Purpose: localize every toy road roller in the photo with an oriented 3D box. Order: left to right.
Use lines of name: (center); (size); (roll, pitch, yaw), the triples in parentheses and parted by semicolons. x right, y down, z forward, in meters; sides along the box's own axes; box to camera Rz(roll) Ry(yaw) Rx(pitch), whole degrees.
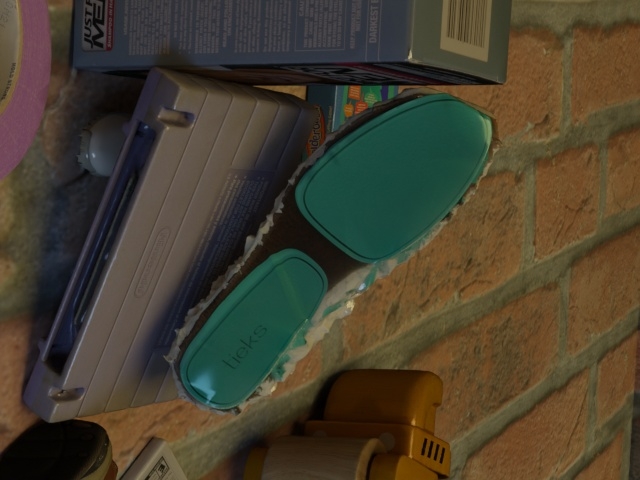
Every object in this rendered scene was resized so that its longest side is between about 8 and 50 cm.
toy road roller: (0.060, 0.273, 1.406); (0.329, 0.202, 0.241); (39, 52, -58)

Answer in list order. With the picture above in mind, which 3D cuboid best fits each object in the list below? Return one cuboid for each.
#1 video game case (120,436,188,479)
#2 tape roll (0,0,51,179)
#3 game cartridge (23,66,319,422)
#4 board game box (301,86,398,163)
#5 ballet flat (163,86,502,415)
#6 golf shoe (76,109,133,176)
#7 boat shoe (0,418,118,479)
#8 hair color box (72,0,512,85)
video game case: (-0.202, 0.352, 1.181); (0.201, 0.023, 0.183); (-53, 137, -37)
tape roll: (-0.310, -0.167, 0.778); (0.275, 0.090, 0.275); (-3, 90, -70)
game cartridge: (-0.144, 0.009, 1.066); (0.230, 0.068, 0.355); (-3, 121, -60)
board game box: (0.040, -0.136, 1.410); (0.160, 0.047, 0.210); (-1, 97, -56)
ballet flat: (0.000, 0.000, 1.057); (0.409, 0.147, 0.147); (-44, 144, 8)
golf shoe: (-0.164, -0.094, 1.084); (0.176, 0.086, 0.069); (-7, 104, -54)
boat shoe: (-0.288, 0.307, 0.959); (0.324, 0.122, 0.120); (-47, 136, -39)
hair color box: (-0.032, -0.206, 0.992); (0.185, 0.374, 0.114); (-2, 96, -56)
